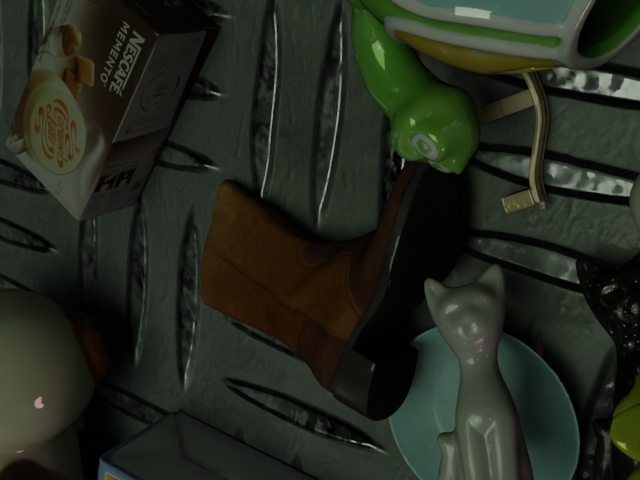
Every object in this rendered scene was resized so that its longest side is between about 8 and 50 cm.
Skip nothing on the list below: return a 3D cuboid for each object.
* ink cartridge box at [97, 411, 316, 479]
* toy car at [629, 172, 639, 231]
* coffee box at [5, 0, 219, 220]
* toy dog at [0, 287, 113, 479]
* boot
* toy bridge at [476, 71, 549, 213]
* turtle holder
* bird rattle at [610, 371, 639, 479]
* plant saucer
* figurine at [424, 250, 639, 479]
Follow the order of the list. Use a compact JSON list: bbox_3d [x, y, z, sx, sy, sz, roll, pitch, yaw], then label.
[{"bbox_3d":[-0.125,0.439,1.123,0.270,0.151,0.396,19,115,29],"label":"ink cartridge box"},{"bbox_3d":[0.310,-0.002,0.701,0.159,0.136,0.182,-24,90,37],"label":"toy car"},{"bbox_3d":[-0.230,-0.164,1.049,0.141,0.098,0.246,43,123,17],"label":"coffee box"},{"bbox_3d":[-0.394,0.256,1.149,0.395,0.284,0.408,26,111,59],"label":"toy dog"},{"bbox_3d":[0.000,0.000,0.961,0.280,0.096,0.264,32,122,41],"label":"boot"},{"bbox_3d":[0.162,-0.115,0.839,0.063,0.026,0.188,-19,93,35],"label":"toy bridge"},{"bbox_3d":[0.117,-0.214,0.688,0.320,0.243,0.227,-49,65,11],"label":"turtle holder"},{"bbox_3d":[0.318,0.154,0.631,0.253,0.143,0.207,2,102,21],"label":"bird rattle"},{"bbox_3d":[0.155,0.166,0.917,0.194,0.037,0.195,10,108,33],"label":"plant saucer"},{"bbox_3d":[0.194,0.116,0.812,0.214,0.092,0.210,-7,85,11],"label":"figurine"}]
